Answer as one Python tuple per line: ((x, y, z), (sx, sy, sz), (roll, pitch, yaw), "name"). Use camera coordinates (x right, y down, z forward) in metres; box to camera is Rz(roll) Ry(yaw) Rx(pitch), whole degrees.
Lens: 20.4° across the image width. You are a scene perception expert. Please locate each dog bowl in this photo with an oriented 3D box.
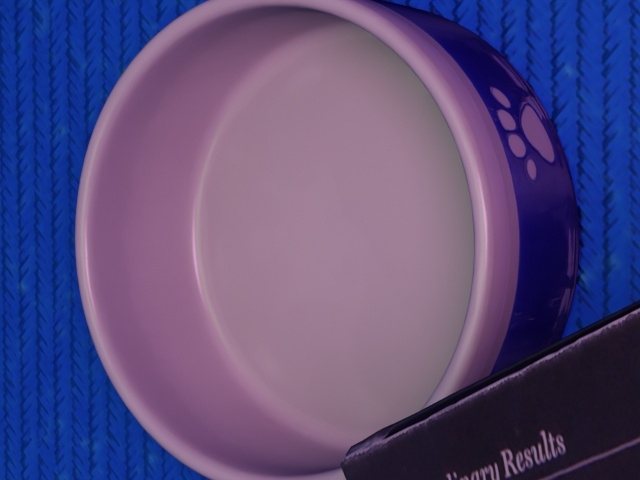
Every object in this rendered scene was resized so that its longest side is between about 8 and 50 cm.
((0.000, 0.000, 0.948), (0.265, 0.104, 0.264), (1, 92, 35), "dog bowl")

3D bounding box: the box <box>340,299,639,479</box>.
((0.221, 0.194, 0.612), (0.293, 0.212, 0.395), (-36, 72, 56), "box")
